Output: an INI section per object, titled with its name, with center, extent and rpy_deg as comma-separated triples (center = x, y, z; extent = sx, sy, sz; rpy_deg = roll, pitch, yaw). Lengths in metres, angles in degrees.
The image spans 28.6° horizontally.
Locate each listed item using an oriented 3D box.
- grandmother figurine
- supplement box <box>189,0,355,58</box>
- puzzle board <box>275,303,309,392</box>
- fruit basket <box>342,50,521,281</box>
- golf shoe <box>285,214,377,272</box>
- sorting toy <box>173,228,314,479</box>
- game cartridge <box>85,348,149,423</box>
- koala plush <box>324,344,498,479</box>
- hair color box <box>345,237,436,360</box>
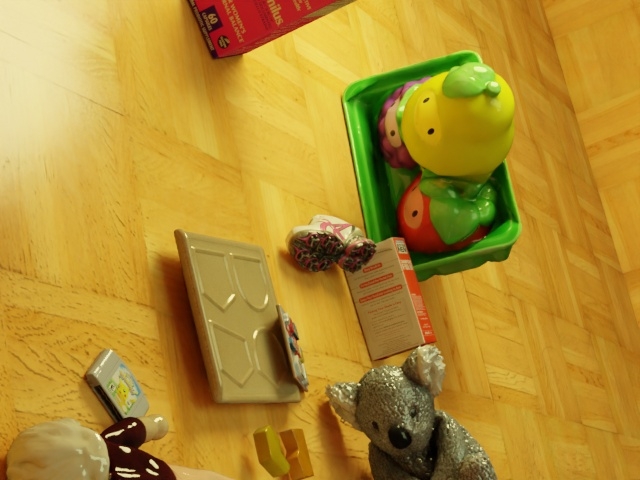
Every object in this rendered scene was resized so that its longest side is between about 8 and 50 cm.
[grandmother figurine]
center = -0.165, 0.259, 1.229
extent = 0.342, 0.104, 0.207
rpy_deg = 35, 16, -46
[supplement box]
center = -0.061, -0.350, 1.763
extent = 0.111, 0.220, 0.114
rpy_deg = 67, 25, -3
[puzzle board]
center = -0.033, 0.140, 1.619
extent = 0.128, 0.011, 0.096
rpy_deg = 66, 9, -74
[fruit basket]
center = 0.187, -0.143, 2.018
extent = 0.392, 0.283, 0.391
rpy_deg = -15, 90, -79
[golf shoe]
center = 0.000, 0.000, 1.813
extent = 0.086, 0.067, 0.186
rpy_deg = 45, 18, 28
[sorting toy]
center = -0.093, 0.144, 1.530
extent = 0.229, 0.041, 0.307
rpy_deg = 18, 55, -65
[game cartridge]
center = -0.209, 0.156, 1.306
extent = 0.083, 0.017, 0.056
rpy_deg = 59, 22, -19
[koala plush]
center = 0.115, 0.259, 1.698
extent = 0.221, 0.196, 0.203
rpy_deg = 61, 14, -15
[hair color box]
center = 0.102, 0.088, 1.896
extent = 0.053, 0.093, 0.167
rpy_deg = 2, 69, -64
